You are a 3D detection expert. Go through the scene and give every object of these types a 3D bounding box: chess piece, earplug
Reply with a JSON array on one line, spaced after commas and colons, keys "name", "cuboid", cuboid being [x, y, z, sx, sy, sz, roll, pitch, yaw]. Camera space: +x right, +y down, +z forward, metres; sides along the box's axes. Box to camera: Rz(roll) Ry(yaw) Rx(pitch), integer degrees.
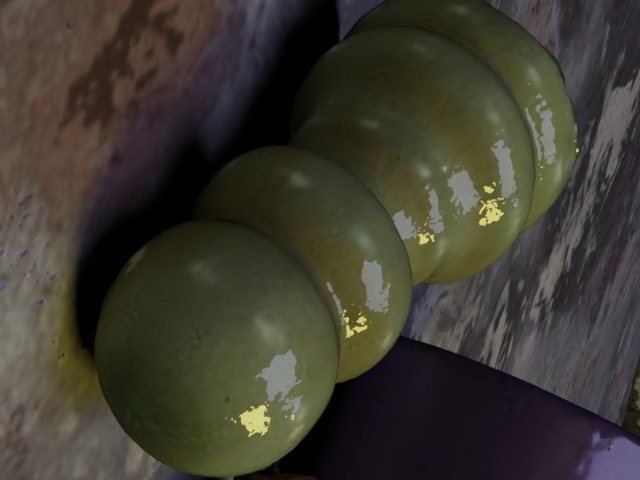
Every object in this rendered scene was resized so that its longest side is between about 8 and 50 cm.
[{"name": "chess piece", "cuboid": [0.000, 0.000, 0.534, 0.243, 0.133, 0.133, -43, 146, -40]}, {"name": "earplug", "cuboid": [0.032, 0.295, 0.745, 0.456, 0.215, 0.215, -65, 159, -9]}]

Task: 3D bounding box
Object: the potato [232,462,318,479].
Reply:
[{"name": "potato", "cuboid": [-0.037, 0.232, 0.576, 0.138, 0.098, 0.243, 0, 86, -40]}]
